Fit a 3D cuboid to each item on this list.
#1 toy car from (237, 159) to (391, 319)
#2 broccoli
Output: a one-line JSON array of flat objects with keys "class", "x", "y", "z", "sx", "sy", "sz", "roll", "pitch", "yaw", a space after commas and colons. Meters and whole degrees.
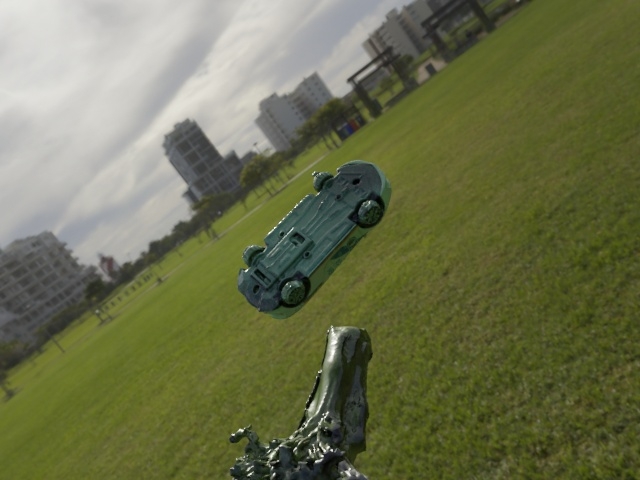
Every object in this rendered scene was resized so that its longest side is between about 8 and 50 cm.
[{"class": "toy car", "x": 0.000, "y": 0.000, "z": 0.595, "sx": 0.186, "sy": 0.058, "sz": 0.093, "roll": -47, "pitch": 45, "yaw": -7}, {"class": "broccoli", "x": 0.014, "y": 0.205, "z": 0.671, "sx": 0.146, "sy": 0.165, "sz": 0.304, "roll": -27, "pitch": 25, "yaw": 27}]
